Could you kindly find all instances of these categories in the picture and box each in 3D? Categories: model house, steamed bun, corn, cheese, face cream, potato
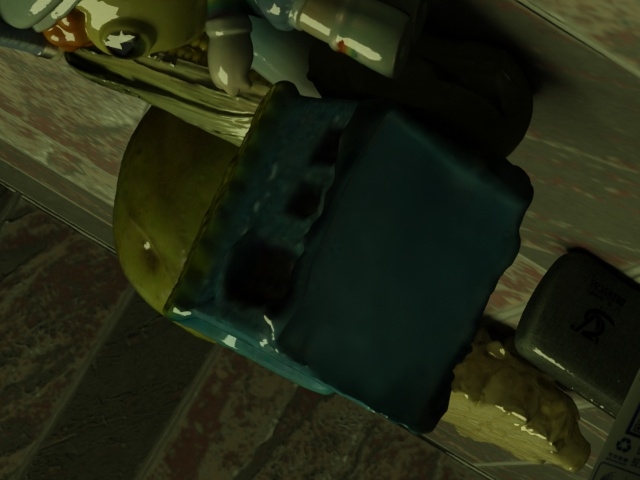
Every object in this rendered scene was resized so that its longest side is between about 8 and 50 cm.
[{"bbox_3d":[0.000,0.000,1.579,0.215,0.237,0.303,29,173,-31],"label":"model house"},{"bbox_3d":[0.256,0.215,2.599,0.295,0.137,0.292,21,164,6],"label":"steamed bun"},{"bbox_3d":[-0.133,-0.180,1.895,0.305,0.123,0.122,25,169,30],"label":"corn"},{"bbox_3d":[0.101,-0.129,1.602,0.175,0.091,0.202,36,166,-37],"label":"cheese"},{"bbox_3d":[0.005,-0.157,1.754,0.250,0.077,0.077,37,167,-29],"label":"face cream"},{"bbox_3d":[-0.118,-0.048,2.046,0.330,0.280,0.213,27,170,27],"label":"potato"}]

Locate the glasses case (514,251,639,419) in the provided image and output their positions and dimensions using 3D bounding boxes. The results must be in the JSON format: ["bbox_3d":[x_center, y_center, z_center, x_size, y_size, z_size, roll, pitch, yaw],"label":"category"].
[{"bbox_3d":[0.365,0.145,2.005,0.323,0.131,0.074,33,166,-12],"label":"glasses case"}]

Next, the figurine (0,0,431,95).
[{"bbox_3d":[-0.095,-0.250,1.509,0.382,0.224,0.205,6,143,2],"label":"figurine"}]

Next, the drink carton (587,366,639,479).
[{"bbox_3d":[0.340,0.138,1.571,0.107,0.315,0.130,18,162,35],"label":"drink carton"}]
